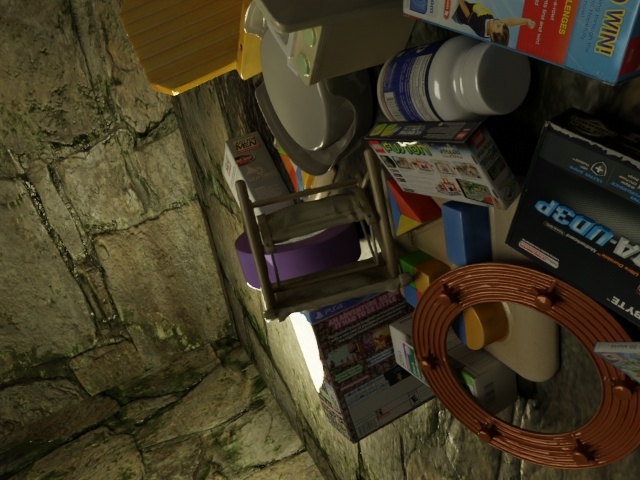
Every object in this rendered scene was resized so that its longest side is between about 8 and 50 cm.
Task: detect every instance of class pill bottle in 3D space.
[{"bbox_3d":[0.167,-0.201,0.655,0.187,0.112,0.111,22,130,61],"label":"pill bottle"}]

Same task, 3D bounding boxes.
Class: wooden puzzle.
[{"bbox_3d":[-0.052,-0.206,1.267,0.238,0.044,0.221,61,157,18],"label":"wooden puzzle"},{"bbox_3d":[0.209,0.030,0.820,0.348,0.081,0.322,30,137,58],"label":"wooden puzzle"}]

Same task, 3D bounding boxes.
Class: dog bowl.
[{"bbox_3d":[-0.025,-0.305,0.996,0.348,0.102,0.348,50,156,31],"label":"dog bowl"}]

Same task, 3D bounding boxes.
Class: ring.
[{"bbox_3d":[0.272,0.187,0.718,0.337,0.032,0.336,23,127,33],"label":"ring"}]

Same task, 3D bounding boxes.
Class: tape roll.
[{"bbox_3d":[-0.049,0.012,1.152,0.275,0.275,0.090,25,134,60],"label":"tape roll"}]

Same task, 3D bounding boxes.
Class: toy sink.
[{"bbox_3d":[0.003,-0.334,0.749,0.152,0.234,0.131,59,157,19],"label":"toy sink"}]

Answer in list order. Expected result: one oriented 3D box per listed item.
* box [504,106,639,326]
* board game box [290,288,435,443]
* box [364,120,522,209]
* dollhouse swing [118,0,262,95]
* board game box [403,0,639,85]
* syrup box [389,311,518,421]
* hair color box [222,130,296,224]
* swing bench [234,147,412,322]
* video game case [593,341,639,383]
[{"bbox_3d":[0.314,-0.013,0.523,0.220,0.051,0.175,40,146,34],"label":"box"},{"bbox_3d":[0.093,0.226,1.080,0.141,0.232,0.290,3,112,67],"label":"board game box"},{"bbox_3d":[0.155,-0.105,0.680,0.114,0.036,0.207,48,167,-28],"label":"box"},{"bbox_3d":[-0.272,-0.548,1.107,0.346,0.305,0.315,63,158,16],"label":"dollhouse swing"},{"bbox_3d":[0.205,-0.341,0.462,0.302,0.086,0.308,46,150,44],"label":"board game box"},{"bbox_3d":[0.232,0.216,0.925,0.237,0.096,0.093,25,132,59],"label":"syrup box"},{"bbox_3d":[-0.169,-0.117,1.540,0.374,0.114,0.185,62,158,13],"label":"hair color box"},{"bbox_3d":[0.000,0.000,0.934,0.165,0.253,0.254,102,154,-80],"label":"swing bench"},{"bbox_3d":[0.383,0.136,0.508,0.119,0.015,0.166,33,161,-10],"label":"video game case"}]
